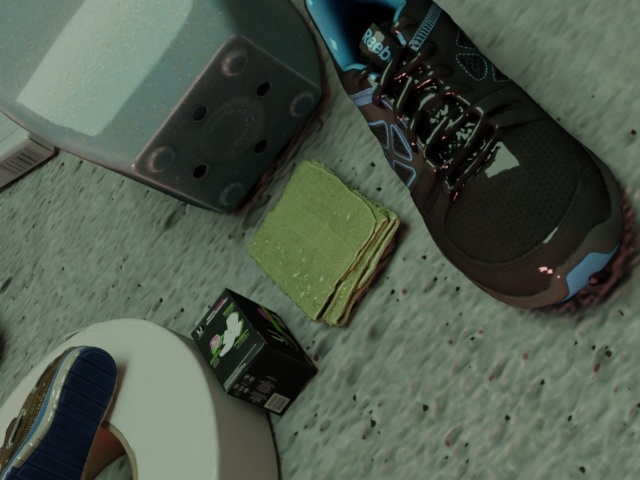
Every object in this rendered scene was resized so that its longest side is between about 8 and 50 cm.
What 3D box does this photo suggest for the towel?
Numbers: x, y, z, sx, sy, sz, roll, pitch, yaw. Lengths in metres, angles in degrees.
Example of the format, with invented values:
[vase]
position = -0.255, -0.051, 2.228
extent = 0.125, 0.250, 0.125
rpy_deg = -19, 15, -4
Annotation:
[towel]
position = 0.000, 0.000, 0.936
extent = 0.110, 0.027, 0.148
rpy_deg = -57, 40, 4

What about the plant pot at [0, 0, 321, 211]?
[plant pot]
position = -0.147, -0.167, 1.041
extent = 0.248, 0.247, 0.252
rpy_deg = -51, 56, 9

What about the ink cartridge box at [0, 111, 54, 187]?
[ink cartridge box]
position = -0.407, -0.163, 1.464
extent = 0.223, 0.045, 0.224
rpy_deg = -25, 49, 34

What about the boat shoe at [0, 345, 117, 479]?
[boat shoe]
position = -0.226, 0.173, 0.931
extent = 0.066, 0.066, 0.183
rpy_deg = -6, 52, 51

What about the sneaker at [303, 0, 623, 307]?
[sneaker]
position = 0.082, -0.082, 0.811
extent = 0.125, 0.140, 0.341
rpy_deg = -47, 41, 12

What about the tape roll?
[tape roll]
position = -0.194, 0.254, 0.945
extent = 0.392, 0.072, 0.392
rpy_deg = -27, 48, 34

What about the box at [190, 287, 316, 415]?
[box]
position = -0.054, 0.088, 0.908
extent = 0.052, 0.062, 0.083
rpy_deg = -52, 39, 10
